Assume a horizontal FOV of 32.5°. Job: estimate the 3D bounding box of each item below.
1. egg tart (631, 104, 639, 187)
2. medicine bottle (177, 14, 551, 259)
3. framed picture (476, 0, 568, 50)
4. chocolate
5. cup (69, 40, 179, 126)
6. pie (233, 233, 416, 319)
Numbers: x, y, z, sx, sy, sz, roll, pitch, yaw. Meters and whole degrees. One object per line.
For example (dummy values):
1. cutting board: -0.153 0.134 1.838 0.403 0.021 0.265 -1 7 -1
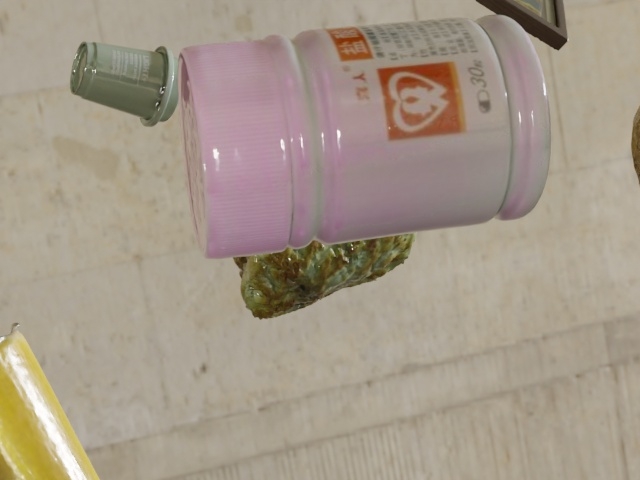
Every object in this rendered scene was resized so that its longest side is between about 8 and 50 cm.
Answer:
1. egg tart: 0.412 -0.102 1.125 0.319 0.319 0.128 -16 15 -41
2. medicine bottle: 0.033 -0.099 1.026 0.315 0.202 0.202 -8 6 -12
3. framed picture: 0.248 -0.320 1.368 0.023 0.128 0.168 -49 23 39
4. chocolate: -0.337 0.329 1.320 0.162 0.445 0.162 -27 5 2
5. cup: -0.280 -0.230 1.569 0.141 0.120 0.120 9 -4 -30
6. pie: 0.022 0.000 2.234 0.418 0.180 0.395 -18 -33 -9
